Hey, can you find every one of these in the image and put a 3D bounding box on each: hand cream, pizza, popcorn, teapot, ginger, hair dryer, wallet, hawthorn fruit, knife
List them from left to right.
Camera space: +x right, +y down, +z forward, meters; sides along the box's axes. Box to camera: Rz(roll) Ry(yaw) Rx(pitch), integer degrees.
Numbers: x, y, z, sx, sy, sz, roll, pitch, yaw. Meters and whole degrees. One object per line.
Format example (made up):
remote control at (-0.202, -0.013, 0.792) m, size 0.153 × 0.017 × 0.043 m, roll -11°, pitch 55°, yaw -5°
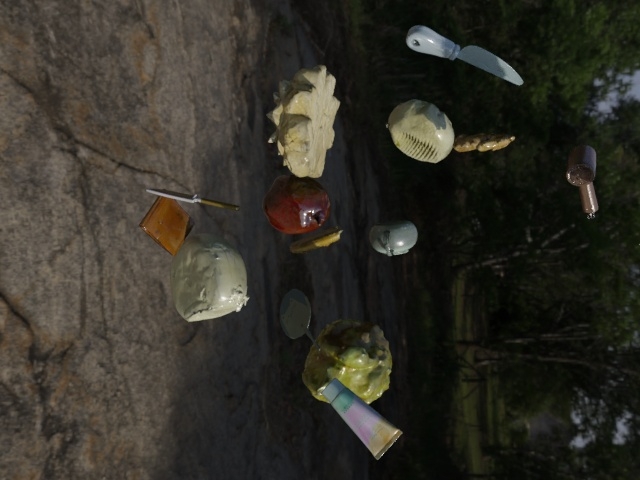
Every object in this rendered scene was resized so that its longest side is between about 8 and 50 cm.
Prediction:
wallet at (-0.532, -0.059, 1.859) m, size 0.160 × 0.042 × 0.195 m, roll -65°, pitch 146°, yaw -24°
knife at (-0.340, -0.113, 1.426) m, size 0.046 × 0.256 × 0.022 m, roll -64°, pitch 165°, yaw -68°
hawthorn fruit at (-0.062, -0.104, 1.737) m, size 0.208 × 0.248 × 0.208 m, roll -24°, pitch 130°, yaw -32°
pizza at (0.000, 0.000, 1.992) m, size 0.197 × 0.292 × 0.058 m, roll -25°, pitch 95°, yaw -45°
popcorn at (0.091, 0.404, 1.729) m, size 0.279 × 0.274 × 0.335 m, roll 42°, pitch 27°, yaw -23°
hand cream at (0.079, 0.361, 1.108) m, size 0.076 × 0.174 × 0.047 m, roll -48°, pitch 163°, yaw 2°
teapot at (0.293, -0.009, 2.146) m, size 0.294 × 0.193 × 0.129 m, roll -33°, pitch 116°, yaw -68°
knife at (0.383, -0.482, 1.388) m, size 0.080 × 0.332 × 0.044 m, roll 109°, pitch 2°, yaw -71°
ginger at (0.504, -0.302, 1.656) m, size 0.193 × 0.176 × 0.052 m, roll -68°, pitch 150°, yaw -66°
hair dryer at (0.652, -0.135, 1.317) m, size 0.117 × 0.064 × 0.181 m, roll -54°, pitch 128°, yaw -47°

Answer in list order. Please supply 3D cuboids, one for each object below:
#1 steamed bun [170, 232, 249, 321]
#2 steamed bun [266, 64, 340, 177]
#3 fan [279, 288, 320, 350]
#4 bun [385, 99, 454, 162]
steamed bun at (-0.397, 0.131, 1.982) m, size 0.233 × 0.334 × 0.311 m, roll 1°, pitch 77°, yaw -45°
steamed bun at (-0.048, -0.295, 1.349) m, size 0.292 × 0.137 × 0.295 m, roll 85°, pitch 18°, yaw -44°
fan at (-0.044, 0.185, 1.201) m, size 0.005 × 0.175 × 0.113 m, roll 8°, pitch 119°, yaw -40°
bun at (0.369, -0.399, 1.900) m, size 0.160 × 0.259 × 0.259 m, roll -60°, pitch 158°, yaw -10°
